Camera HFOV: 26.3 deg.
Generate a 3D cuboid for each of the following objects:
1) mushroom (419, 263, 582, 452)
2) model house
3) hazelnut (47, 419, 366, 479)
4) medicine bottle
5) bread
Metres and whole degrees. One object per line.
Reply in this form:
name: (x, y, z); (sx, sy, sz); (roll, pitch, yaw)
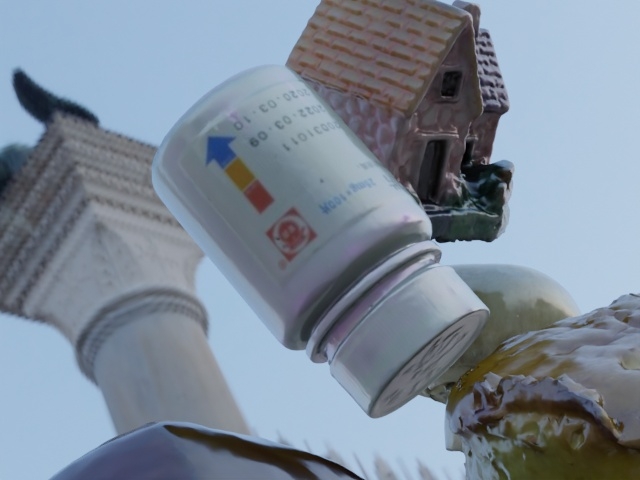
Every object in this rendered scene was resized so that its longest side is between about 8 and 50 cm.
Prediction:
mushroom: (0.191, 0.151, 1.657); (0.254, 0.234, 0.260); (16, -25, -15)
model house: (0.106, -0.139, 1.424); (0.237, 0.202, 0.237); (-3, -70, -39)
hazelnut: (-0.048, 0.324, 0.913); (0.429, 0.402, 0.402); (28, -63, -4)
medicine bottle: (0.000, 0.000, 1.179); (0.170, 0.293, 0.170); (-36, -18, -14)
bread: (0.280, 0.150, 1.032); (0.398, 0.398, 0.215); (-11, -84, -20)
